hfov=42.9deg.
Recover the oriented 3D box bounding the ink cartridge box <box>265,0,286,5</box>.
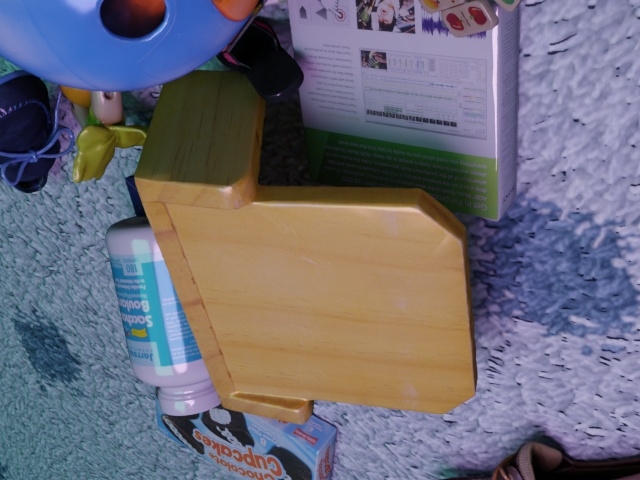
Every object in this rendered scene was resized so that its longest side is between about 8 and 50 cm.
[{"bbox_3d":[-0.154,-0.314,0.855,0.235,0.056,0.171,-6,116,25],"label":"ink cartridge box"}]

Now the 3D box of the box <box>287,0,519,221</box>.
[{"bbox_3d":[0.078,-0.188,0.803,0.232,0.058,0.322,15,126,31],"label":"box"}]

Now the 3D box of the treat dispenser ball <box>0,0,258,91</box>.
[{"bbox_3d":[-0.177,-0.266,0.658,0.288,0.288,0.288,20,130,26],"label":"treat dispenser ball"}]

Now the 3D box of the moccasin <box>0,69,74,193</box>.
[{"bbox_3d":[-0.405,-0.141,1.128,0.117,0.138,0.342,61,167,-3],"label":"moccasin"}]

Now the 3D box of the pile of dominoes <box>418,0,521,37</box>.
[{"bbox_3d":[0.057,-0.261,0.638,0.251,0.040,0.196,43,163,4],"label":"pile of dominoes"}]

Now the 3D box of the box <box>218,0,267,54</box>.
[{"bbox_3d":[-0.091,-0.265,0.802,0.094,0.027,0.137,48,123,4],"label":"box"}]

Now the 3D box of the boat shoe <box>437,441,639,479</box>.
[{"bbox_3d":[0.260,0.293,0.964,0.342,0.123,0.123,-10,99,42],"label":"boat shoe"}]

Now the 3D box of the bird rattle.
[{"bbox_3d":[-0.292,-0.205,1.028,0.207,0.143,0.253,36,144,48],"label":"bird rattle"}]

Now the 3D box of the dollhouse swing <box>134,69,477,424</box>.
[{"bbox_3d":[0.000,0.000,0.915,0.305,0.315,0.346,-8,129,7],"label":"dollhouse swing"}]

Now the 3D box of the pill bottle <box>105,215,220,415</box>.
[{"bbox_3d":[-0.194,0.096,1.098,0.146,0.146,0.264,0,104,38],"label":"pill bottle"}]

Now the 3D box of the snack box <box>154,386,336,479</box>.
[{"bbox_3d":[-0.128,0.304,1.308,0.322,0.060,0.187,24,132,23],"label":"snack box"}]

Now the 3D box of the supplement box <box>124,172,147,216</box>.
[{"bbox_3d":[-0.195,-0.071,1.075,0.083,0.083,0.056,2,114,37],"label":"supplement box"}]

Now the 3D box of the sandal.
[{"bbox_3d":[-0.072,-0.204,0.862,0.040,0.067,0.179,49,180,-43],"label":"sandal"}]
